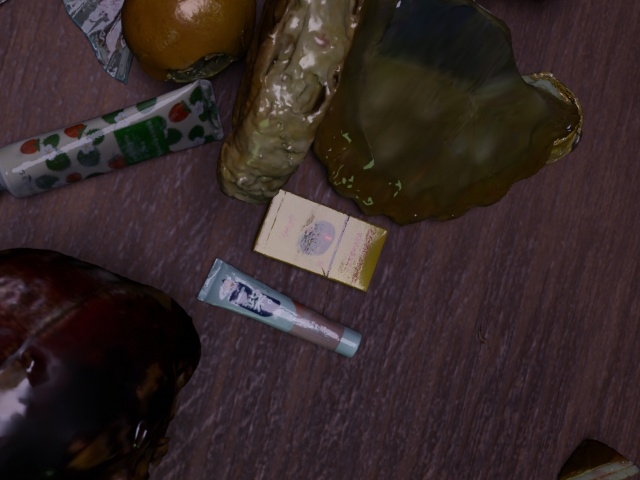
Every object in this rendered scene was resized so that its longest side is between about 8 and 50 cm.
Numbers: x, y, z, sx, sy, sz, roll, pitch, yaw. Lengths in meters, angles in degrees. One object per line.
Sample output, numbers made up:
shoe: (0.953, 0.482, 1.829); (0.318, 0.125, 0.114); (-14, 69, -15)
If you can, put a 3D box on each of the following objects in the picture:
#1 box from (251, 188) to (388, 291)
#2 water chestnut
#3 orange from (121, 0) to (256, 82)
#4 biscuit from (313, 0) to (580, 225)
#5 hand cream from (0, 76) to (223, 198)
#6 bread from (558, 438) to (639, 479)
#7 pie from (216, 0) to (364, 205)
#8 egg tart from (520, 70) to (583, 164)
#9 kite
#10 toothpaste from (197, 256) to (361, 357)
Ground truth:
box: (0.000, 0.000, 0.873); (0.155, 0.023, 0.087); (21, 90, -12)
water chestnut: (-0.247, 0.176, 0.656); (0.347, 0.335, 0.335); (34, 84, 17)
orange: (-0.142, -0.244, 0.771); (0.154, 0.154, 0.134); (-41, 112, -8)
biscuit: (0.154, -0.174, 0.834); (0.335, 0.078, 0.329); (-2, 111, -5)
hand cream: (-0.248, -0.109, 0.794); (0.276, 0.095, 0.059); (-20, 52, -9)
bread: (0.379, 0.302, 0.949); (0.043, 0.109, 0.062); (41, 40, -14)
pie: (-0.030, -0.196, 0.710); (0.083, 0.339, 0.339); (18, 88, -10)
egg tart: (0.294, -0.164, 0.918); (0.130, 0.052, 0.130); (0, 91, -9)
kite: (-0.309, -0.333, 0.803); (0.314, 0.011, 0.335); (-35, 97, -9)
toothpaste: (-0.048, 0.089, 0.860); (0.205, 0.036, 0.056); (26, 85, -8)
